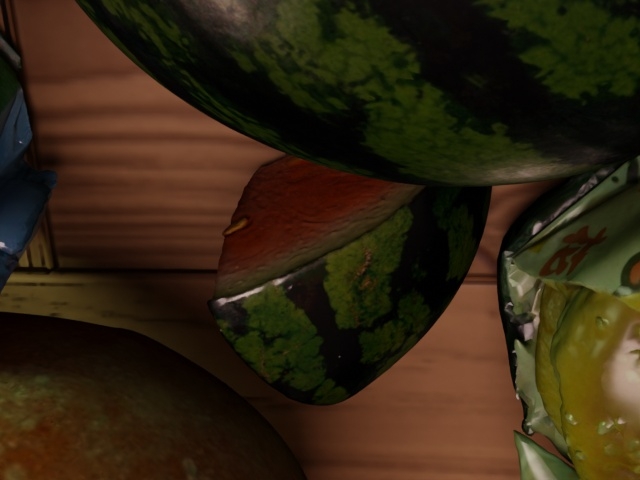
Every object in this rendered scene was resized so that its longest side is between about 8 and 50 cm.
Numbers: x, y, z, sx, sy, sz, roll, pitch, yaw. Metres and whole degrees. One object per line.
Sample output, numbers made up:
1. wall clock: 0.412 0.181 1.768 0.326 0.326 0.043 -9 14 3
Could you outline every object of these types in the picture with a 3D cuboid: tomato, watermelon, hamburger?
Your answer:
1. tomato: -0.117 0.137 0.585 0.270 0.270 0.222 28 75 -8
2. watermelon: 0.034 -0.141 0.401 0.269 0.269 0.269 4 120 6
3. hamburger: 0.161 0.064 0.563 0.235 0.125 0.214 -35 100 10
4. watermelon: 0.000 0.000 0.579 0.094 0.135 0.125 46 126 24

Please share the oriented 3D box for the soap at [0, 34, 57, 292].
1. soap: -0.209 -0.091 0.513 0.077 0.156 0.293 -30 112 20
